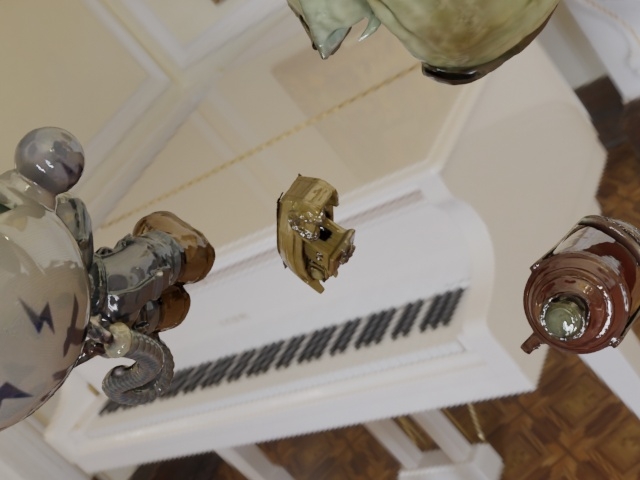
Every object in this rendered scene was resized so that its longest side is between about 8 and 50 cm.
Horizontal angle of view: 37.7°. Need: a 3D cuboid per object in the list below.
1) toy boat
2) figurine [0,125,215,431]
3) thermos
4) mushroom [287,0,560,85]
[{"bbox_3d":[0.000,0.000,0.933,0.064,0.072,0.206,-53,-16,-18],"label":"toy boat"},{"bbox_3d":[-0.227,0.034,0.716,0.382,0.186,0.261,-17,-55,-68],"label":"figurine"},{"bbox_3d":[0.238,0.047,0.853,0.124,0.099,0.232,-49,-11,27],"label":"thermos"},{"bbox_3d":[0.036,-0.229,0.503,0.190,0.267,0.164,-29,-14,-4],"label":"mushroom"}]
